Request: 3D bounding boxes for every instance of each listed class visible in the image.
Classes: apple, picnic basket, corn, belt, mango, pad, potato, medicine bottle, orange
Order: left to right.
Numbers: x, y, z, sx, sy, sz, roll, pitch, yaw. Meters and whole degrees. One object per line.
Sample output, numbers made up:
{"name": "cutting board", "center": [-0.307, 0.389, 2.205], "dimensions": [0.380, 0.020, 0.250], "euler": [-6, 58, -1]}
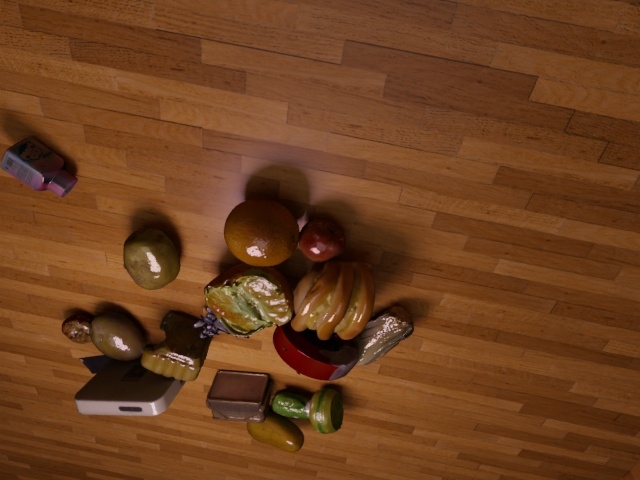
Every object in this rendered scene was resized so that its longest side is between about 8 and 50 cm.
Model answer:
{"name": "medicine bottle", "center": [-0.881, -0.224, 1.370], "dimensions": [0.188, 0.119, 0.094], "euler": [38, 123, -16]}
{"name": "pad", "center": [-1.018, 0.577, 2.015], "dimensions": [0.193, 0.004, 0.116], "euler": [-11, 123, 14]}
{"name": "potato", "center": [-0.823, 0.397, 1.766], "dimensions": [0.251, 0.159, 0.174], "euler": [40, 142, -15]}
{"name": "potato", "center": [-0.589, 0.064, 1.508], "dimensions": [0.197, 0.148, 0.228], "euler": [-19, 122, 5]}
{"name": "picnic basket", "center": [-0.348, 0.679, 1.886], "dimensions": [0.267, 0.165, 0.139], "euler": [1, 124, 7]}
{"name": "orange", "center": [-0.243, 0.202, 1.526], "dimensions": [0.335, 0.196, 0.262], "euler": [-28, 102, 20]}
{"name": "orange", "center": [-0.183, -0.025, 1.341], "dimensions": [0.237, 0.236, 0.236], "euler": [4, 125, 6]}
{"name": "mango", "center": [-0.198, 0.862, 1.955], "dimensions": [0.332, 0.142, 0.195], "euler": [8, 162, 36]}
{"name": "belt", "center": [-0.018, 0.385, 1.586], "dimensions": [0.324, 0.227, 0.115], "euler": [31, 127, 10]}
{"name": "apple", "center": [0.000, 0.000, 1.383], "dimensions": [0.146, 0.146, 0.131], "euler": [40, 122, -18]}
{"name": "corn", "center": [0.217, 0.357, 1.602], "dimensions": [0.122, 0.123, 0.305], "euler": [0, 140, -46]}

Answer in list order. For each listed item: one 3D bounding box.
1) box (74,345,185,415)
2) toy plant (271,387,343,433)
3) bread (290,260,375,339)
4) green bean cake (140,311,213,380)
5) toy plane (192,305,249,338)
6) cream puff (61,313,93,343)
{"name": "box", "center": [-0.715, 0.551, 1.732], "dimensions": [0.368, 0.373, 0.090], "euler": [-2, 108, 11]}
{"name": "toy plant", "center": [-0.072, 0.734, 1.890], "dimensions": [0.316, 0.184, 0.224], "euler": [-6, 142, 25]}
{"name": "bread", "center": [0.043, 0.212, 1.415], "dimensions": [0.270, 0.211, 0.315], "euler": [1, 139, -26]}
{"name": "green bean cake", "center": [-0.552, 0.408, 1.689], "dimensions": [0.233, 0.236, 0.124], "euler": [21, 122, -9]}
{"name": "toy plane", "center": [-0.373, 0.340, 1.704], "dimensions": [0.246, 0.078, 0.169], "euler": [38, 86, -25]}
{"name": "cream puff", "center": [-1.004, 0.366, 1.819], "dimensions": [0.149, 0.084, 0.149], "euler": [2, 127, 3]}
